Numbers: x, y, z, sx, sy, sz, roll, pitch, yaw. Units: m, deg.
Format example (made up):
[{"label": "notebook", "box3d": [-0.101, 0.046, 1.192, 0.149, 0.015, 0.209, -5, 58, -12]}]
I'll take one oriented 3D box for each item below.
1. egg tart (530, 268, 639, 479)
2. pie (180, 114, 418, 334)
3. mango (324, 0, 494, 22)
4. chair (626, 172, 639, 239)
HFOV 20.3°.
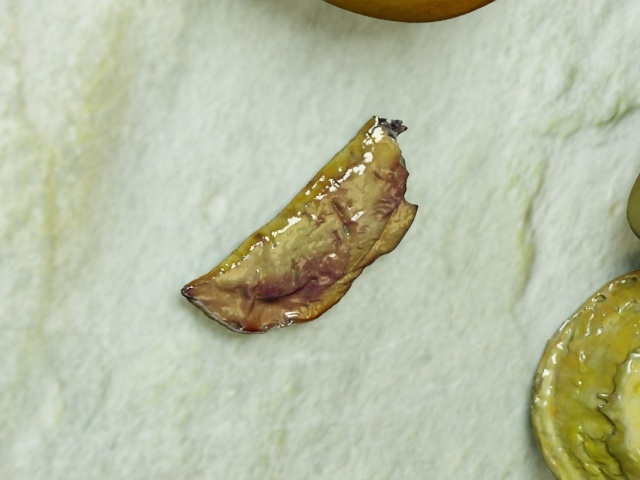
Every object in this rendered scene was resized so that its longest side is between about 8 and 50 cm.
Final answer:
[{"label": "egg tart", "box3d": [0.242, 0.110, 1.247, 0.191, 0.074, 0.191, -1, 97, -9]}, {"label": "pie", "box3d": [0.000, 0.000, 1.070, 0.170, 0.034, 0.092, -44, 129, -10]}, {"label": "mango", "box3d": [0.031, -0.205, 0.912, 0.254, 0.139, 0.175, 14, 93, -33]}, {"label": "chair", "box3d": [0.319, -0.098, 1.172, 0.172, 0.159, 0.247, 8, 108, -36]}]
